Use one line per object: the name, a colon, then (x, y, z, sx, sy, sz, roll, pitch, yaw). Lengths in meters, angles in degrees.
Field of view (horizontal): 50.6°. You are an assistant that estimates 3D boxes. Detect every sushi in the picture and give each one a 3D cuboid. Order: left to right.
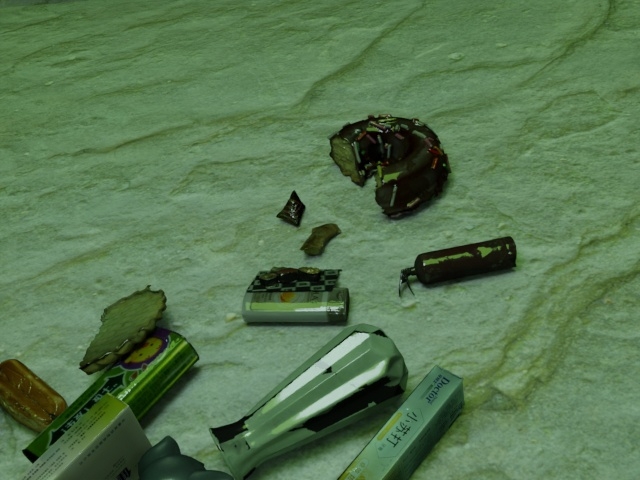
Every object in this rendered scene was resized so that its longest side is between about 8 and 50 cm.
sushi: (-0.057, 0.075, 1.521, 0.201, 0.031, 0.139, -2, 16, 9)

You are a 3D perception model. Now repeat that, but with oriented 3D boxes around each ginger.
ginger: (-0.005, -0.002, 1.630, 0.057, 0.044, 0.137, -13, 25, 44)

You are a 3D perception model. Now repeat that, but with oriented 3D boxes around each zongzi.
zongzi: (-0.061, -0.081, 1.729, 0.067, 0.073, 0.083, 19, 89, 29)

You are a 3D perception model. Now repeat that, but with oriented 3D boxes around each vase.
vase: (-0.018, 0.295, 1.228, 0.360, 0.165, 0.165, -30, 45, -15)

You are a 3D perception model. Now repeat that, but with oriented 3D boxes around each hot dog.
hot dog: (-0.607, 0.315, 1.386, 0.236, 0.062, 0.092, 28, 55, 32)

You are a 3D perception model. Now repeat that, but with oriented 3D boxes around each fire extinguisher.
fire extinguisher: (0.296, 0.059, 1.485, 0.268, 0.072, 0.089, -11, 78, -1)

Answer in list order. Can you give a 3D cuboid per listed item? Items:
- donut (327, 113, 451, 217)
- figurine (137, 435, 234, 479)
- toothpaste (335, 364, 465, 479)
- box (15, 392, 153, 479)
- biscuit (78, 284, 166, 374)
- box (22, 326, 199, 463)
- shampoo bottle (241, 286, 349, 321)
donut: (0.196, -0.216, 1.759, 0.259, 0.136, 0.345, -24, 45, -11)
figurine: (-0.302, 0.446, 1.127, 0.265, 0.140, 0.193, -11, 17, -36)
toothpaste: (0.142, 0.355, 1.171, 0.071, 0.089, 0.313, 23, 51, 38)
box: (-0.411, 0.412, 1.153, 0.062, 0.175, 0.260, 20, 50, 30)
biscuit: (-0.405, 0.176, 1.436, 0.187, 0.036, 0.273, -28, 22, 10)
box: (-0.397, 0.319, 1.311, 0.134, 0.097, 0.345, 7, 42, 41)
shampoo bottle: (-0.053, 0.140, 1.470, 0.227, 0.056, 0.086, -1, 40, 11)
